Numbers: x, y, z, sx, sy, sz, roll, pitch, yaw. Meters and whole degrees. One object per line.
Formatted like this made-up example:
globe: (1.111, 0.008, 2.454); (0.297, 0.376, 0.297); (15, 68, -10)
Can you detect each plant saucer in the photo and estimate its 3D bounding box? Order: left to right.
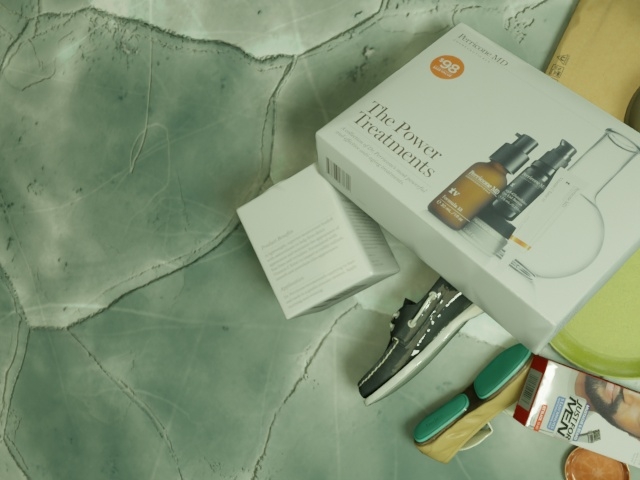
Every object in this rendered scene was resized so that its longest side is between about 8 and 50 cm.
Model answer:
plant saucer: (0.380, 0.319, 0.917); (0.083, 0.013, 0.083); (0, 90, 23)
plant saucer: (0.406, 0.064, 0.897); (0.241, 0.037, 0.241); (-1, 89, 23)

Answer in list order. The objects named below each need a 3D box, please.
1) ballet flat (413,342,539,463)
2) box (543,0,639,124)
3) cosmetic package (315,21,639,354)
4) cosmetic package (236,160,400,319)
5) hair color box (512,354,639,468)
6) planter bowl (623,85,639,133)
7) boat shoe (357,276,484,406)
ballet flat: (0.235, 0.236, 0.958); (0.073, 0.080, 0.232); (42, 109, -11)
box: (0.407, -0.250, 0.909); (0.164, 0.021, 0.201); (27, 99, 20)
cosmetic package: (0.223, -0.088, 0.853); (0.284, 0.097, 0.377); (-39, 65, -20)
cosmetic package: (0.000, 0.000, 1.004); (0.151, 0.151, 0.184); (-28, 79, 19)
hair color box: (0.350, 0.222, 0.871); (0.167, 0.053, 0.093); (20, 89, -3)
planter bowl: (0.469, -0.147, 0.820); (0.162, 0.109, 0.162); (1, 95, 14)
boat shoe: (0.156, 0.115, 0.966); (0.302, 0.114, 0.091); (-43, 75, 4)
